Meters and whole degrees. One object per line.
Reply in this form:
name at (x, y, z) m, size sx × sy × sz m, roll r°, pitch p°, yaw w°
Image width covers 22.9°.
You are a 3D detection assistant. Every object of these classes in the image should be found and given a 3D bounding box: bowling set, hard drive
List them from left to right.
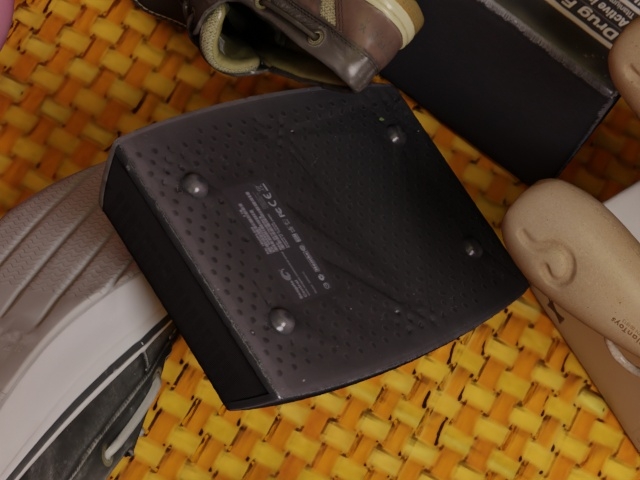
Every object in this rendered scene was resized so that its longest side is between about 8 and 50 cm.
hard drive at (0.000, 0.000, 0.870) m, size 0.255 × 0.054 × 0.172 m, roll -19°, pitch 72°, yaw -53°
bowling set at (0.238, -0.067, 0.756) m, size 0.154 × 0.287 × 0.200 m, roll 44°, pitch 45°, yaw 19°

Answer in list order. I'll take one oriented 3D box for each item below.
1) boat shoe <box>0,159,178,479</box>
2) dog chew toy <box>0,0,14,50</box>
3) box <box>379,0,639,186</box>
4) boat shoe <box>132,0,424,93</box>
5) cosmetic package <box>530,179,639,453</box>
boat shoe at (-0.147, 0.073, 0.864) m, size 0.121 × 0.119 × 0.335 m, roll 14°, pitch 44°, yaw 28°
dog chew toy at (-0.251, -0.169, 0.902) m, size 0.207 × 0.206 × 0.332 m, roll 28°, pitch 80°, yaw 4°
box at (0.116, -0.243, 0.958) m, size 0.296 × 0.183 × 0.294 m, roll 38°, pitch 72°, yaw 6°
boat shoe at (-0.045, -0.133, 0.916) m, size 0.223 × 0.080 × 0.073 m, roll 17°, pitch 63°, yaw 39°
cosmetic package at (0.246, 0.023, 0.903) m, size 0.184 × 0.151 × 0.151 m, roll -31°, pitch 78°, yaw -12°
